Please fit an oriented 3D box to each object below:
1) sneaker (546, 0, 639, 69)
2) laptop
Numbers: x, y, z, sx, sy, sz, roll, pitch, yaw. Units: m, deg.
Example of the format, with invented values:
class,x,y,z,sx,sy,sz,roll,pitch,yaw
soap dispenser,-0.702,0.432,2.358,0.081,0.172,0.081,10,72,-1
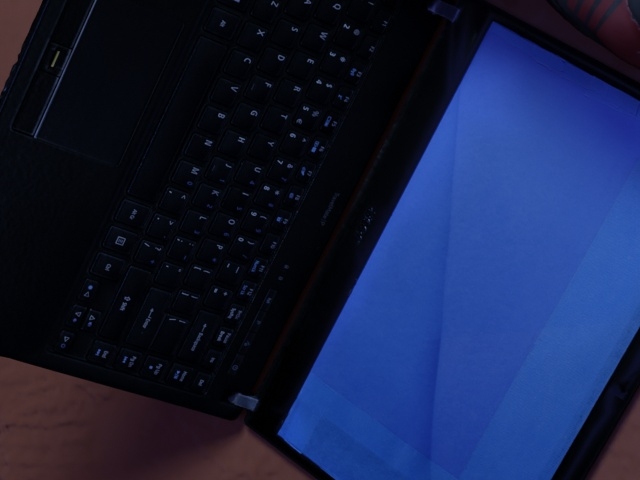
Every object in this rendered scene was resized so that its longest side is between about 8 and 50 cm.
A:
class,x,y,z,sx,sy,sz,roll,pitch,yaw
sneaker,0.058,-0.161,0.594,0.135,0.097,0.276,-41,70,22
laptop,0.000,0.000,0.602,0.234,0.264,0.136,-63,29,13
